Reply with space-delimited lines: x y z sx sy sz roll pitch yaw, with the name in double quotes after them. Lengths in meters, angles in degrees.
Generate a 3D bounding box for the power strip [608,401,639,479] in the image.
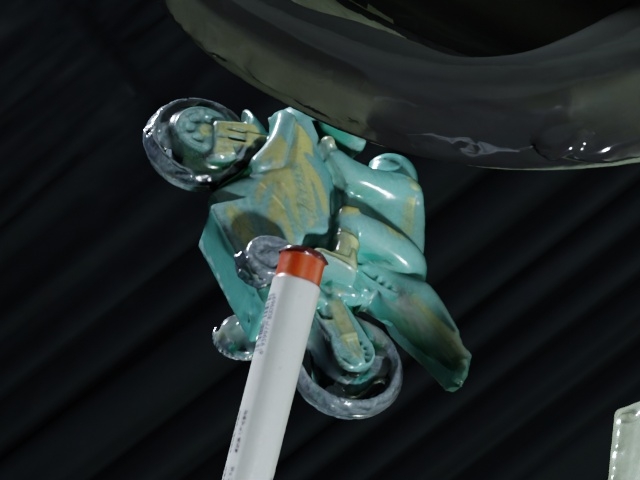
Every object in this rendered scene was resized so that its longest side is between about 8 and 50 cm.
0.155 0.151 0.676 0.048 0.080 0.286 59 -153 -22 "power strip"

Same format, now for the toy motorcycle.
0.001 0.001 1.228 0.296 0.198 0.109 61 149 28 "toy motorcycle"

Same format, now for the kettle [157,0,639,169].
0.093 -0.133 0.656 0.324 0.321 0.228 33 140 40 "kettle"

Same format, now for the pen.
-0.032 0.107 0.790 0.026 0.218 0.026 12 162 4 "pen"
